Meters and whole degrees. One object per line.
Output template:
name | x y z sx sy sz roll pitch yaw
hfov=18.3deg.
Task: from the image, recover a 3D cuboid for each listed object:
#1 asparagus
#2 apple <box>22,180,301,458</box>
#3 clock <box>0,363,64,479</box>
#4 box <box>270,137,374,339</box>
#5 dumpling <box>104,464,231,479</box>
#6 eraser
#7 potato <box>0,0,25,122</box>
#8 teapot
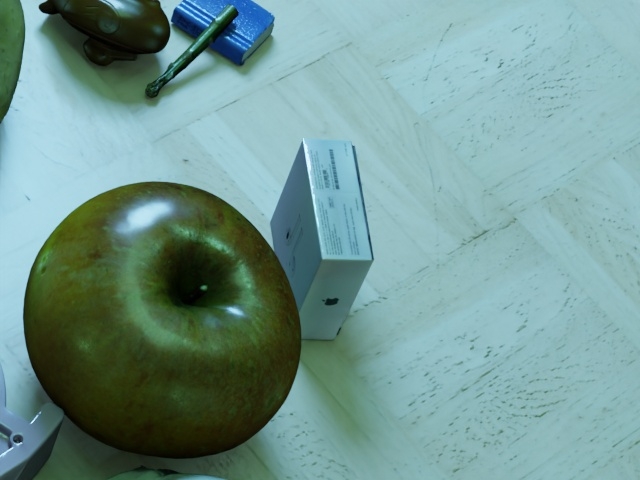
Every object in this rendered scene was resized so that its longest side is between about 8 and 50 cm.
asparagus | -0.124 -0.181 1.903 0.015 0.018 0.127 27 66 36
apple | -0.133 0.069 1.632 0.237 0.207 0.237 10 62 -20
clock | -0.396 0.150 1.564 0.275 0.080 0.290 43 54 15
box | 0.000 0.000 1.757 0.051 0.129 0.130 3 55 -16
dumpling | -0.093 0.295 1.524 0.175 0.243 0.227 45 70 -27
eraser | -0.095 -0.217 1.949 0.085 0.027 0.063 33 52 8
potato | -0.335 -0.172 1.772 0.157 0.157 0.194 -9 60 -22
teapot | -0.206 -0.207 1.887 0.129 0.078 0.098 25 11 13
